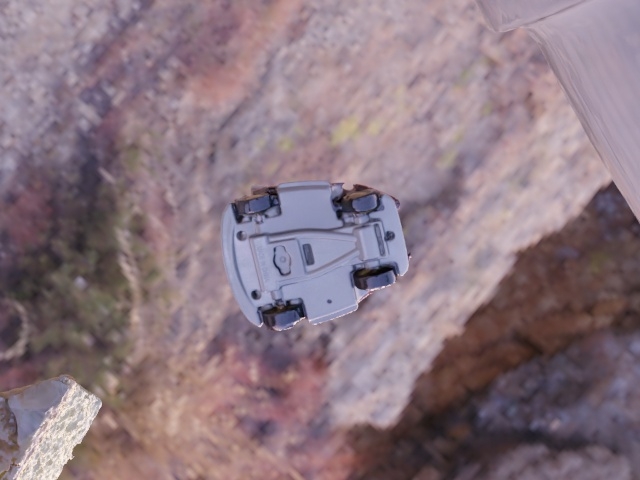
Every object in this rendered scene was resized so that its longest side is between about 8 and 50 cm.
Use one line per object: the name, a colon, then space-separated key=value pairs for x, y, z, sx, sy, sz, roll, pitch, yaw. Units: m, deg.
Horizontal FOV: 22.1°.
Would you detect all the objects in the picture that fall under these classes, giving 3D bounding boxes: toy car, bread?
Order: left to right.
bread: x=-0.248 y=0.176 z=1.367 sx=0.152 sy=0.127 sz=0.147 roll=-32 pitch=165 yaw=2
toy car: x=0.000 y=0.000 z=1.277 sx=0.112 sy=0.139 sz=0.112 roll=-60 pitch=138 yaw=-76

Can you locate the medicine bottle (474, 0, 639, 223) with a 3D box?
medicine bottle: x=0.102 y=-0.162 z=0.375 sx=0.245 sy=0.306 sz=0.245 roll=-29 pitch=-175 yaw=3
